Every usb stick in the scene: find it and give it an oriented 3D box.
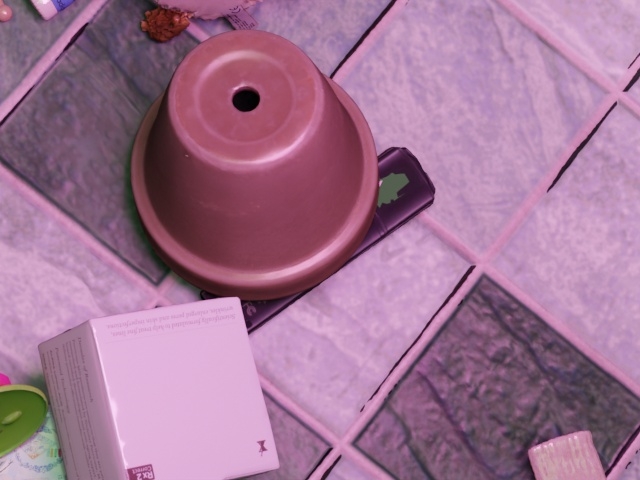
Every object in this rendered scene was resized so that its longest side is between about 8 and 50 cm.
[{"bbox_3d":[0.000,0.000,1.884,0.278,0.045,0.077,-36,94,-12],"label":"usb stick"}]

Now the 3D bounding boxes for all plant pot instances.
[{"bbox_3d":[-0.068,-0.098,1.771,0.263,0.229,0.263,0,69,0],"label":"plant pot"}]

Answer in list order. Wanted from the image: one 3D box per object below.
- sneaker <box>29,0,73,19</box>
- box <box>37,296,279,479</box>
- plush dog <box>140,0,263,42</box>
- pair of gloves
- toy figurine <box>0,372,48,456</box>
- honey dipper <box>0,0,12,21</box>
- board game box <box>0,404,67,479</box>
[{"bbox_3d":[-0.300,-0.318,1.882,0.084,0.058,0.152,-35,92,-6],"label":"sneaker"},{"bbox_3d":[-0.160,0.164,1.761,0.181,0.119,0.182,-7,79,-38],"label":"box"},{"bbox_3d":[-0.139,-0.353,1.875,0.262,0.210,0.225,3,64,-36],"label":"plush dog"},{"bbox_3d":[0.219,0.331,1.865,0.240,0.042,0.204,-26,89,-9],"label":"pair of gloves"},{"bbox_3d":[-0.380,0.141,1.779,0.173,0.130,0.159,-38,61,9],"label":"toy figurine"},{"bbox_3d":[-0.366,-0.306,1.888,0.030,0.030,0.160,-26,87,-11],"label":"honey dipper"},{"bbox_3d":[-0.299,0.216,1.819,0.090,0.020,0.090,-7,82,-9],"label":"board game box"}]
